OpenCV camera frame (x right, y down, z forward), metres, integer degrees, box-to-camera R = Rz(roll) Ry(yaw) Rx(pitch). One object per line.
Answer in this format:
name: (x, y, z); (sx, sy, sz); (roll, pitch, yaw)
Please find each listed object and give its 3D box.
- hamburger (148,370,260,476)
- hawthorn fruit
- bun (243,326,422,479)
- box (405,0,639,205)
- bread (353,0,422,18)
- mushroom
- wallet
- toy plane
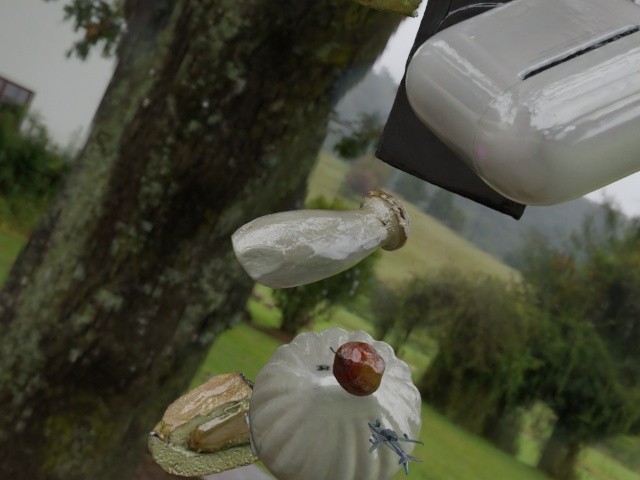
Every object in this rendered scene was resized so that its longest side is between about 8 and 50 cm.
hamburger: (-0.192, 0.317, 1.925); (0.155, 0.208, 0.135); (20, -48, 59)
hawthorn fruit: (0.036, 0.154, 1.444); (0.103, 0.066, 0.067); (29, -4, -42)
bun: (0.026, 0.228, 1.664); (0.263, 0.263, 0.175); (24, -28, 7)
box: (0.269, -0.177, 1.322); (0.349, 0.289, 0.141); (-125, -166, -58)
bread: (0.055, -0.273, 1.070); (0.110, 0.103, 0.156); (11, 31, 3)
mushroom: (0.000, 0.000, 1.896); (0.350, 0.128, 0.128); (-17, 27, -36)
wallet: (0.233, -0.219, 1.665); (0.247, 0.323, 0.041); (25, 22, 18)
toy plane: (0.078, 0.225, 1.296); (0.078, 0.024, 0.084); (-2, 35, -36)
